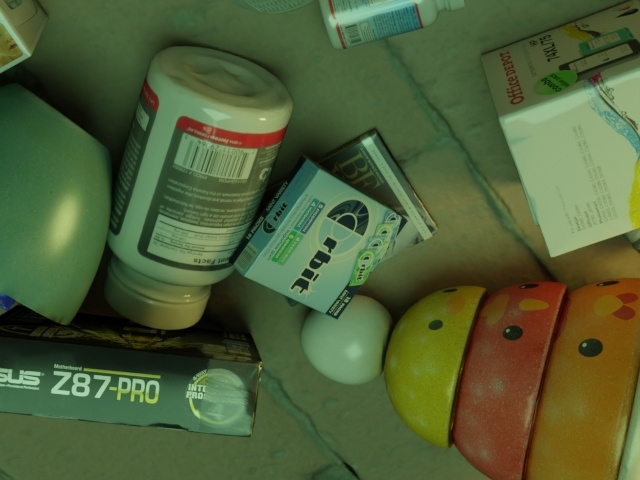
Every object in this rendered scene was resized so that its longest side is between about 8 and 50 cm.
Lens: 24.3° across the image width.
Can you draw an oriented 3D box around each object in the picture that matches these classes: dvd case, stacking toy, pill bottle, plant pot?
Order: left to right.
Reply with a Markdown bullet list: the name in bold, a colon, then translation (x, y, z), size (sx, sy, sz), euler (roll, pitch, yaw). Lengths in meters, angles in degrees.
- **plant pot**: translation (-0.352, -0.064, 1.708), size (0.290, 0.290, 0.195), euler (37, 87, -18)
- **pill bottle**: translation (-0.160, -0.057, 1.777), size (0.176, 0.176, 0.318), euler (16, 117, -9)
- **dvd case**: translation (0.015, -0.025, 1.886), size (0.221, 0.018, 0.164), euler (-28, 115, 13)
- **pill bottle**: translation (0.081, -0.279, 1.709), size (0.160, 0.087, 0.087), euler (-14, 118, 6)
- **stacking toy**: translation (0.202, 0.170, 1.867), size (0.480, 0.350, 0.350), euler (11, 119, 11)

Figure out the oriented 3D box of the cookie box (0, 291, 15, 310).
- **cookie box**: translation (-0.406, 0.023, 1.895), size (0.092, 0.040, 0.107), euler (34, 113, -17)

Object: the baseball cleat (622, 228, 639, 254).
- **baseball cleat**: translation (0.467, -0.056, 1.844), size (0.206, 0.072, 0.109), euler (-41, 105, 15)

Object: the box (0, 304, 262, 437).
- **box**: translation (-0.236, 0.151, 1.770), size (0.318, 0.395, 0.097), euler (9, 91, -4)

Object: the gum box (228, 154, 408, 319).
- **gum box**: translation (0.000, 0.000, 1.797), size (0.184, 0.041, 0.157), euler (28, 100, -48)

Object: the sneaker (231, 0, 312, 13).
- **sneaker**: translation (-0.021, -0.363, 1.668), size (0.094, 0.151, 0.256), euler (21, 151, -23)

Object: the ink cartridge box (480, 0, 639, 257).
- **ink cartridge box**: translation (0.350, -0.143, 1.723), size (0.270, 0.198, 0.197), euler (-20, 117, 9)

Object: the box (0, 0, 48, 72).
- **box**: translation (-0.489, -0.268, 1.692), size (0.262, 0.126, 0.231), euler (-25, 118, 14)
